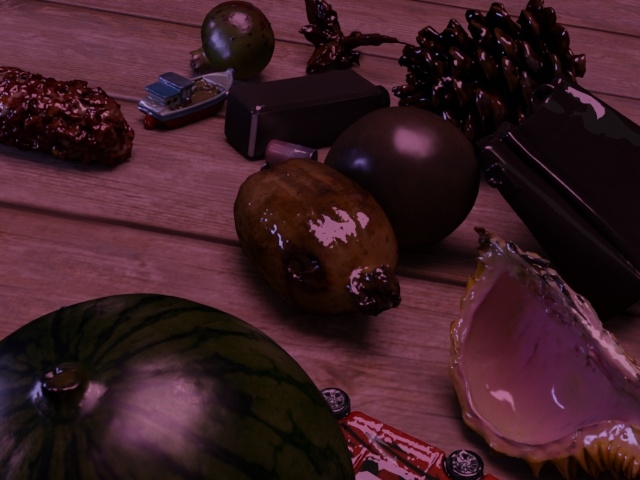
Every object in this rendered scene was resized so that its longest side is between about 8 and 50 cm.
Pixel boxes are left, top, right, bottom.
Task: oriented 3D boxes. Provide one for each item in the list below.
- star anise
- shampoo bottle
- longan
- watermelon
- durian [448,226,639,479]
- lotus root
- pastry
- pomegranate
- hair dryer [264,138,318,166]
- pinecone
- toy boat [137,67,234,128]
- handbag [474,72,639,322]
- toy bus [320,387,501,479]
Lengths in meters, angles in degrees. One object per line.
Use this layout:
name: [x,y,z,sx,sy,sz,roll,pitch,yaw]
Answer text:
star anise: [0.049,-0.329,1.708,0.140,0.144,0.158,26,53,-33]
shampoo bottle: [-0.010,-0.179,1.486,0.246,0.080,0.079,-15,40,-33]
longan: [0.091,-0.072,1.252,0.187,0.167,0.167,-4,18,42]
watermelon: [-0.136,0.143,0.777,0.331,0.189,0.330,3,45,-3]
durian: [0.256,0.135,0.980,0.196,0.185,0.305,5,29,-44]
lotus root: [0.000,0.000,1.142,0.145,0.128,0.260,-33,45,-13]
pastry: [-0.339,-0.157,1.358,0.208,0.097,0.115,15,42,8]
pomegranate: [-0.132,-0.302,1.622,0.130,0.130,0.130,6,31,-4]
hair dryer: [-0.052,-0.087,1.373,0.063,0.037,0.114,15,39,14]
pinecone: [0.232,-0.210,1.468,0.272,0.224,0.224,-18,36,-5]
toy boat: [-0.182,-0.206,1.507,0.069,0.058,0.173,28,36,29]
handbag: [0.315,-0.066,1.264,0.257,0.113,0.285,45,44,3]
toy bus: [0.050,0.202,0.878,0.195,0.081,0.089,23,43,21]
